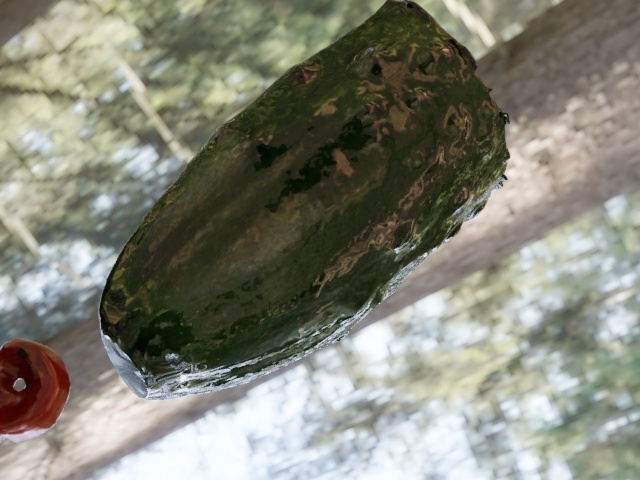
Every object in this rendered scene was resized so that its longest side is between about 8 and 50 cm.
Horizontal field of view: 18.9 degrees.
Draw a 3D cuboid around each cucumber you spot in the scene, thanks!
[{"bbox_3d":[0.000,0.000,0.440,0.107,0.035,0.067,-41,-43,-23],"label":"cucumber"}]

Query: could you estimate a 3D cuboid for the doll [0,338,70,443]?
[{"bbox_3d":[-0.170,0.053,0.444,0.076,0.245,0.142,57,-155,-62],"label":"doll"}]
